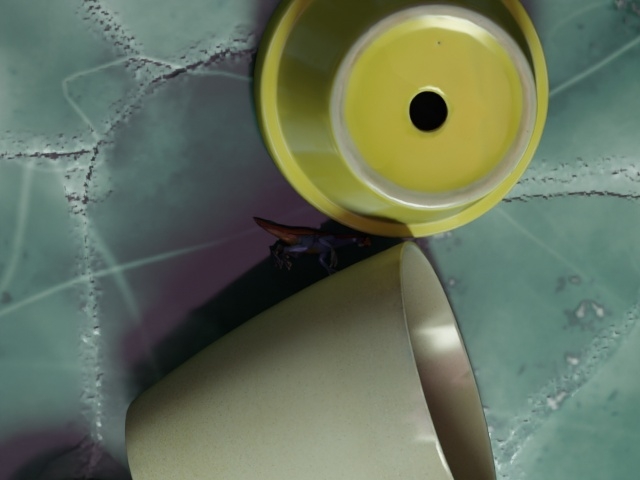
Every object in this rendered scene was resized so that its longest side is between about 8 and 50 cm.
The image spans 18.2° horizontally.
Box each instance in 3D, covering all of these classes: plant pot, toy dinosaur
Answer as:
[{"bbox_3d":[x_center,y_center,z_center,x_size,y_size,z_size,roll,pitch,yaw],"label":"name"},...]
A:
[{"bbox_3d":[-0.017,0.158,1.699,0.274,0.256,0.256,-16,100,12],"label":"plant pot"},{"bbox_3d":[0.000,0.000,1.764,0.082,0.047,0.090,-28,89,-20],"label":"toy dinosaur"},{"bbox_3d":[0.075,-0.119,1.653,0.254,0.239,0.254,-1,98,-5],"label":"plant pot"}]
